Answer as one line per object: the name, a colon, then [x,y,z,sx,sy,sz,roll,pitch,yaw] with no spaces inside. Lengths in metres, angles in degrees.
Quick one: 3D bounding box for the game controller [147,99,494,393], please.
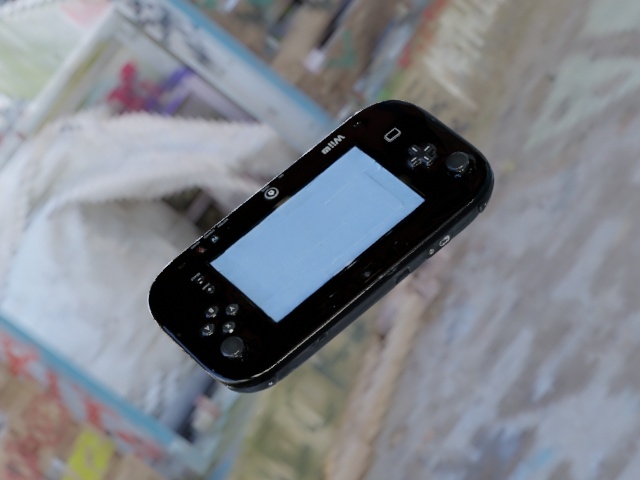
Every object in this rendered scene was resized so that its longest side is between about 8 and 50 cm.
game controller: [0.000,0.000,1.748,0.319,0.166,0.067,-39,-29,-15]
